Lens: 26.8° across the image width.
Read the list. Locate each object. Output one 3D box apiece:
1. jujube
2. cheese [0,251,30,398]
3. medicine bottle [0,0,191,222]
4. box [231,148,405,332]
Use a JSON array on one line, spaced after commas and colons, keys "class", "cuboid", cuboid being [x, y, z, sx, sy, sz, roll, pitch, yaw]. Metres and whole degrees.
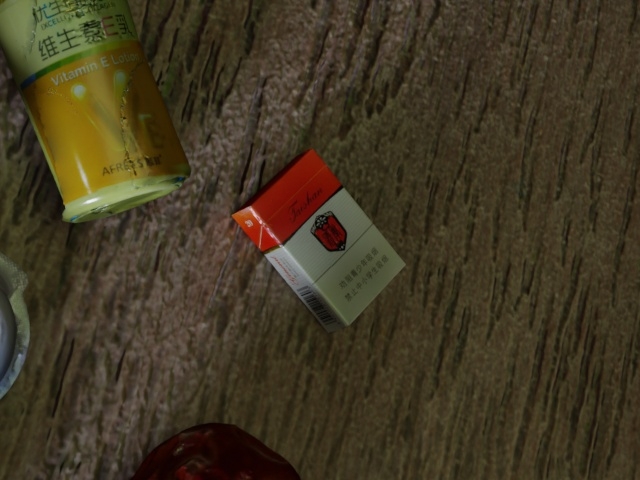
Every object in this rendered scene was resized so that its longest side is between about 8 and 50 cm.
[{"class": "jujube", "cuboid": [-0.118, 0.256, 1.118, 0.230, 0.155, 0.155, -38, 97, -23]}, {"class": "cheese", "cuboid": [-0.324, 0.108, 1.088, 0.135, 0.052, 0.245, 37, 64, -14]}, {"class": "medicine bottle", "cuboid": [-0.207, -0.142, 1.181, 0.124, 0.124, 0.239, -21, 90, -33]}, {"class": "box", "cuboid": [0.000, 0.000, 1.310, 0.152, 0.048, 0.100, 50, 57, -8]}]
